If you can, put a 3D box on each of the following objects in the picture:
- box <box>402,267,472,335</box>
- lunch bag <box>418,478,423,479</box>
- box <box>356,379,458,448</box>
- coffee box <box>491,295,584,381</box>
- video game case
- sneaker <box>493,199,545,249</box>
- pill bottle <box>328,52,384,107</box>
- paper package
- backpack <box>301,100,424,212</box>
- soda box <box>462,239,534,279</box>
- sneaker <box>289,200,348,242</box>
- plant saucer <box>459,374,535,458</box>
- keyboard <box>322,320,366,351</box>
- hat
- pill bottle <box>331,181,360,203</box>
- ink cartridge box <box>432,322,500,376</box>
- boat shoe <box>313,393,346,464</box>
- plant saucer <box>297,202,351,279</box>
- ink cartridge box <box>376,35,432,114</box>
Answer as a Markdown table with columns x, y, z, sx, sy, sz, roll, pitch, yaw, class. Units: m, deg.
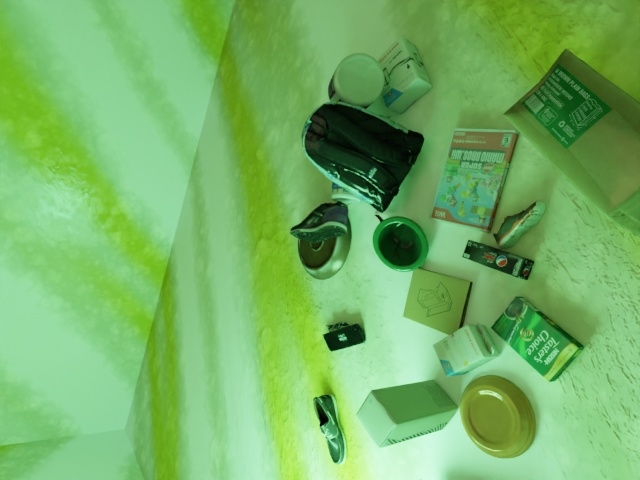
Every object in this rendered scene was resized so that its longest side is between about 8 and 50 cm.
| x | y | z | sx | sy | sz | roll | pitch | yaw | class |
| --- | --- | --- | --- | --- | --- | --- | --- | --- | --- |
| 0.344 | 0.178 | 1.288 | 0.201 | 0.021 | 0.165 | 15 | 93 | 51 | box |
| 0.320 | 0.783 | 1.082 | 0.223 | 0.160 | 0.263 | -7 | 88 | 46 | lunch bag |
| 0.237 | 0.456 | 1.154 | 0.113 | 0.275 | 0.094 | 48 | 119 | 44 | box |
| 0.520 | 0.235 | 1.048 | 0.184 | 0.040 | 0.113 | 51 | 120 | 43 | coffee box |
| 0.437 | -0.181 | 1.253 | 0.204 | 0.025 | 0.286 | 20 | 98 | 50 | video game case |
| 0.505 | -0.051 | 1.118 | 0.158 | 0.061 | 0.065 | -53 | 40 | 28 | sneaker |
| 0.115 | -0.536 | 1.525 | 0.301 | 0.169 | 0.170 | -121 | 46 | -80 | pill bottle |
| 0.581 | -0.177 | 0.857 | 0.168 | 0.309 | 0.325 | -49 | 47 | 31 | paper package |
| 0.105 | -0.304 | 1.426 | 0.290 | 0.355 | 0.273 | -64 | 19 | 15 | backpack |
| 0.465 | 0.049 | 1.140 | 0.168 | 0.060 | 0.053 | 27 | 101 | 50 | soda box |
| 0.002 | -0.072 | 1.636 | 0.283 | 0.107 | 0.124 | -10 | 60 | 45 | sneaker |
| 0.440 | 0.448 | 1.102 | 0.199 | 0.037 | 0.200 | -14 | 72 | 47 | plant saucer |
| 0.086 | 0.336 | 1.563 | 0.192 | 0.038 | 0.100 | -28 | 84 | 42 | keyboard |
| 0.273 | -0.021 | 1.419 | 0.173 | 0.183 | 0.209 | -34 | 90 | 29 | hat |
| 0.101 | -0.238 | 1.597 | 0.112 | 0.111 | 0.187 | -2 | 80 | 50 | pill bottle |
| 0.394 | 0.289 | 1.150 | 0.143 | 0.089 | 0.092 | -43 | 52 | 35 | ink cartridge box |
| 0.028 | 0.663 | 1.517 | 0.084 | 0.079 | 0.233 | -37 | 57 | 38 | boat shoe |
| 0.000 | 0.000 | 1.717 | 0.310 | 0.050 | 0.311 | -13 | 73 | 49 | plant saucer |
| 0.275 | -0.565 | 1.481 | 0.148 | 0.085 | 0.203 | -37 | 56 | 40 | ink cartridge box |
